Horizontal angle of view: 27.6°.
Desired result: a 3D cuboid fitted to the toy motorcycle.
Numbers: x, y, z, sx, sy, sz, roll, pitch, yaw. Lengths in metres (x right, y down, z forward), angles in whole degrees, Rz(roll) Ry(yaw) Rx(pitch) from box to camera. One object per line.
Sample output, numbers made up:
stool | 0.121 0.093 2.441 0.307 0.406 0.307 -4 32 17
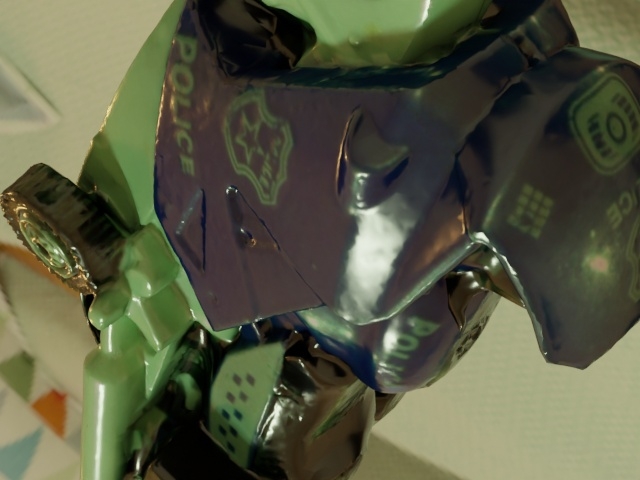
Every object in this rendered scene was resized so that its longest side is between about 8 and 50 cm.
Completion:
toy motorcycle | 0.000 0.000 0.436 0.196 0.125 0.331 41 142 15
